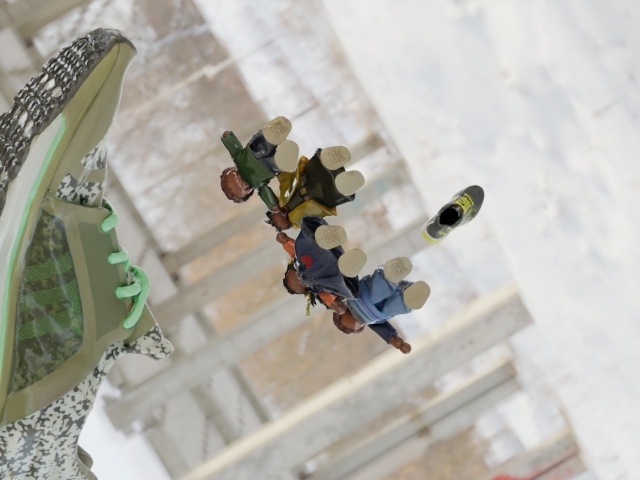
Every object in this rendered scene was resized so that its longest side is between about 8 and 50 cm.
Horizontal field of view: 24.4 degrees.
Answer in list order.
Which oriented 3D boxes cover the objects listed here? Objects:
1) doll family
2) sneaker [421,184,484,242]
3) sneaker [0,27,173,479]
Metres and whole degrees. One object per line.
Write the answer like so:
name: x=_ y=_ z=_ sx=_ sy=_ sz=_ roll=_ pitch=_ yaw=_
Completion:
doll family: x=0.000 y=0.000 z=1.023 sx=0.193 sy=0.076 sz=0.111 roll=64 pitch=149 yaw=7
sneaker: x=0.136 y=-0.028 z=1.452 sx=0.031 sy=0.083 sz=0.035 roll=46 pitch=153 yaw=2
sneaker: x=-0.197 y=0.032 z=1.179 sx=0.182 sy=0.410 sz=0.158 roll=15 pitch=-164 yaw=-23
